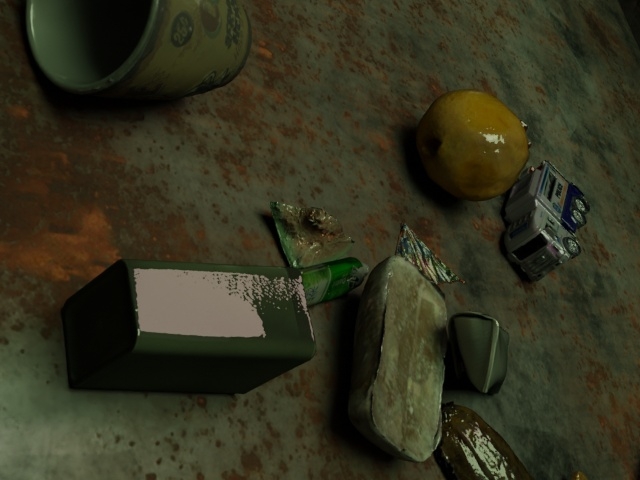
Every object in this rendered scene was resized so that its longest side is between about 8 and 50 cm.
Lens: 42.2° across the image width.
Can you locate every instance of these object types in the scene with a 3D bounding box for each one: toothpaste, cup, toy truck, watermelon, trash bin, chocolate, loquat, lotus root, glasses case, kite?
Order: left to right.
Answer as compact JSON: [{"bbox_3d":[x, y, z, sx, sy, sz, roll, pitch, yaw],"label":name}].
[{"bbox_3d":[-0.249,-0.309,1.125,0.301,0.227,0.257,40,17,24],"label":"cup"},{"bbox_3d":[-0.150,0.101,0.958,0.241,0.164,0.122,9,59,-44],"label":"trash bin"},{"bbox_3d":[-0.006,0.002,1.270,0.155,0.080,0.101,23,65,-61],"label":"watermelon"},{"bbox_3d":[-0.004,0.065,1.238,0.248,0.047,0.078,-13,109,-51],"label":"toothpaste"},{"bbox_3d":[0.108,0.175,1.241,0.185,0.101,0.303,46,40,-40],"label":"chocolate"},{"bbox_3d":[0.189,0.051,1.492,0.232,0.009,0.189,-6,70,-50],"label":"kite"},{"bbox_3d":[0.292,-0.185,1.621,0.238,0.193,0.238,14,46,-15],"label":"loquat"},{"bbox_3d":[0.263,0.189,1.372,0.308,0.083,0.128,35,56,-70],"label":"glasses case"},{"bbox_3d":[0.298,0.396,1.332,0.329,0.078,0.167,57,36,-4],"label":"lotus root"},{"bbox_3d":[0.474,-0.044,1.785,0.155,0.124,0.268,44,38,-8],"label":"toy truck"}]

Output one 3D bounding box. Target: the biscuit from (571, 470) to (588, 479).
[{"bbox_3d":[0.498,0.540,1.489,0.162,0.035,0.250,3,68,-51],"label":"biscuit"}]
